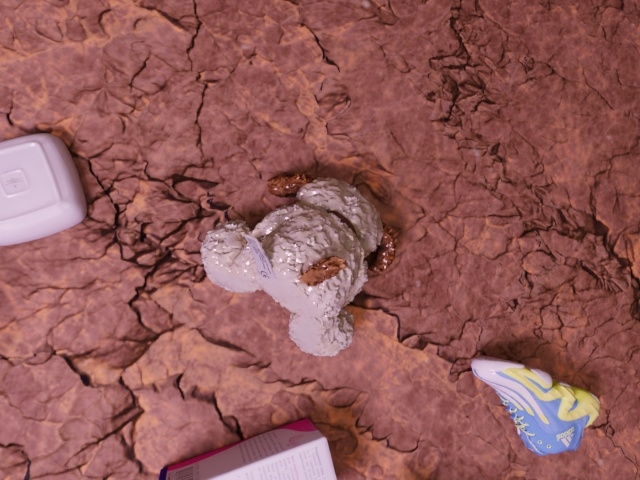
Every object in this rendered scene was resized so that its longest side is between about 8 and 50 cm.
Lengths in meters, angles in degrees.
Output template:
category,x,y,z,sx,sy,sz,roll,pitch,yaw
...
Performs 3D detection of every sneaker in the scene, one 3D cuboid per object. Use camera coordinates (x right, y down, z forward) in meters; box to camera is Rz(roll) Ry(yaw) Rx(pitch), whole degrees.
category,x,y,z,sx,sy,sz,roll,pitch,yaw
sneaker,0.338,0.272,0.794,0.240,0.091,0.126,22,80,-11

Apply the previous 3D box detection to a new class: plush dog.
category,x,y,z,sx,sy,sz,roll,pitch,yaw
plush dog,0.000,0.000,0.708,0.262,0.211,0.225,38,50,-9

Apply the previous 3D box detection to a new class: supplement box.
category,x,y,z,sx,sy,sz,roll,pitch,yaw
supplement box,-0.093,0.337,0.668,0.220,0.111,0.113,-16,88,-15

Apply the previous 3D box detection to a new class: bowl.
category,x,y,z,sx,sy,sz,roll,pitch,yaw
bowl,-0.402,-0.073,0.670,0.142,0.053,0.141,-20,89,-17
